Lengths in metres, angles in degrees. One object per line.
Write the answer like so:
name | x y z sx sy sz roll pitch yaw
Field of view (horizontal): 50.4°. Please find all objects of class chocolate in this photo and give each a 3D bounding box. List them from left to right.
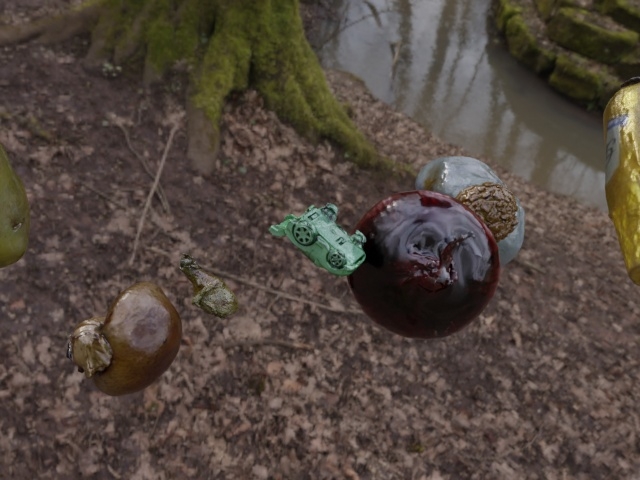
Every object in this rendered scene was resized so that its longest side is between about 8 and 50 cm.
chocolate | 0.617 -0.114 1.276 0.162 0.162 0.446 16 53 2

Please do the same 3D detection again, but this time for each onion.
onion | 0.181 0.047 1.165 0.272 0.273 0.285 9 5 -6

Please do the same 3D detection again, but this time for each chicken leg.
chicken leg | -0.326 0.134 1.911 0.228 0.103 0.088 45 5 -16

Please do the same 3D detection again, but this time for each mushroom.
mushroom | -0.452 0.242 1.618 0.283 0.264 0.195 -17 41 -43

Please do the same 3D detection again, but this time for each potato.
potato | -0.473 -0.049 0.929 0.136 0.201 0.154 19 39 24

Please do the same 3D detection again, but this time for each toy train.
toy train | 0.000 0.000 1.117 0.149 0.081 0.099 45 35 3

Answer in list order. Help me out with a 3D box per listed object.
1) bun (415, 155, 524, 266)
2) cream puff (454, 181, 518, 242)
bun | 0.426 -0.093 1.891 0.362 0.211 0.362 41 15 -13
cream puff | 0.376 -0.055 1.563 0.150 0.165 0.115 25 17 -4
